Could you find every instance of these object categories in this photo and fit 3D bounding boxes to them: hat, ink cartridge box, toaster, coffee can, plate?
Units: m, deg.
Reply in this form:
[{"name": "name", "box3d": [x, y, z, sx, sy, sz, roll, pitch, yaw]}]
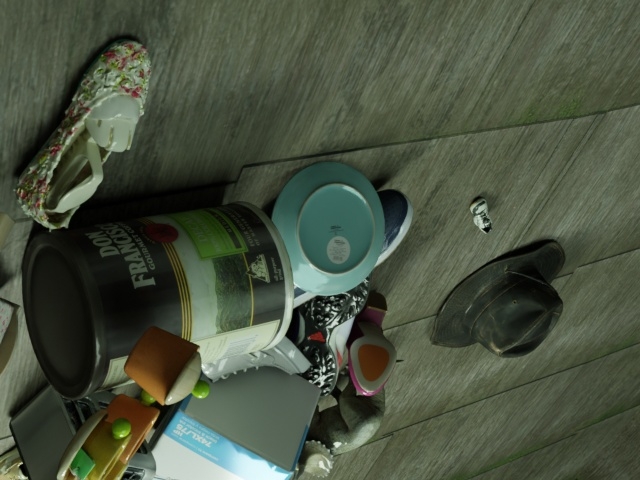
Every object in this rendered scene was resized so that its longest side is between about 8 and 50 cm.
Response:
[{"name": "hat", "box3d": [0.384, 0.156, 2.122, 0.331, 0.134, 0.331, -26, 151, -16]}, {"name": "ink cartridge box", "box3d": [-0.161, 0.332, 1.682, 0.270, 0.197, 0.198, -57, -174, 34]}, {"name": "toaster", "box3d": [-0.349, 0.301, 1.557, 0.110, 0.186, 0.168, -45, 142, 13]}, {"name": "coffee can", "box3d": [-0.201, 0.067, 1.319, 0.275, 0.201, 0.201, -11, 143, -37]}, {"name": "plate", "box3d": [0.017, -0.016, 1.473, 0.188, 0.188, 0.024, -15, -170, -31]}]

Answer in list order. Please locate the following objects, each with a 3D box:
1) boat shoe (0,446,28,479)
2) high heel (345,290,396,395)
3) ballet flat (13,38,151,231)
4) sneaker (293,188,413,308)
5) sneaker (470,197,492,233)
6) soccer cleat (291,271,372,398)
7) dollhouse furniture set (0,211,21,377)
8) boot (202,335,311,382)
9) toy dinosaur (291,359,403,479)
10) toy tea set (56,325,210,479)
[{"name": "boat shoe", "box3d": [-0.460, 0.345, 1.625, 0.135, 0.045, 0.050, -42, 150, 12]}, {"name": "high heel", "box3d": [0.070, 0.199, 1.793, 0.082, 0.244, 0.117, 15, 125, -12]}, {"name": "ballet flat", "box3d": [-0.245, -0.104, 1.149, 0.091, 0.077, 0.241, 6, 131, -48]}, {"name": "sneaker", "box3d": [0.000, 0.000, 1.532, 0.282, 0.099, 0.153, -33, 153, 3]}, {"name": "sneaker", "box3d": [0.280, -0.042, 1.819, 0.032, 0.037, 0.083, -33, 149, 0]}, {"name": "soccer cleat", "box3d": [0.011, 0.110, 1.725, 0.108, 0.116, 0.318, 12, 124, -2]}, {"name": "dollhouse furniture set", "box3d": [-0.362, 0.180, 1.253, 0.303, 0.174, 0.355, 102, 10, -79]}, {"name": "boot", "box3d": [-0.125, 0.163, 1.601, 0.123, 0.095, 0.258, -50, 131, -5]}, {"name": "toy dinosaur", "box3d": [0.041, 0.342, 2.017, 0.313, 0.160, 0.121, -29, 151, -8]}, {"name": "toy tea set", "box3d": [-0.210, 0.254, 1.180, 0.336, 0.124, 0.200, -59, 178, 36]}]
